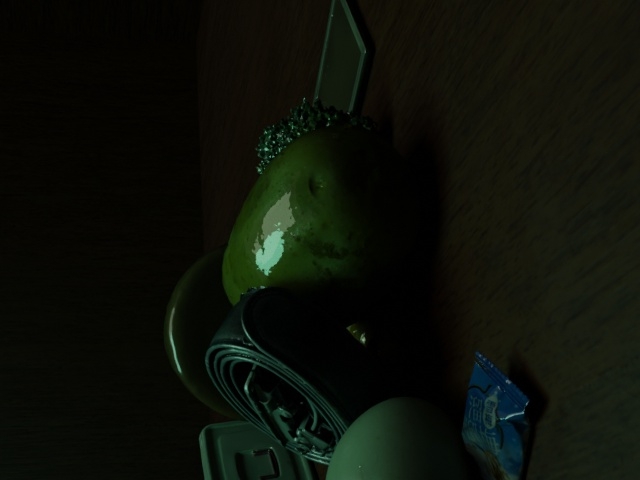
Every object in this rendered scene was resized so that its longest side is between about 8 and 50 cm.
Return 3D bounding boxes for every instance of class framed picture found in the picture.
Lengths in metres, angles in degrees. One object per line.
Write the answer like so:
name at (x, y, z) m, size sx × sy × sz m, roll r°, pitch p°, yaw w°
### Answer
framed picture at (0.027, -0.238, 1.455) m, size 0.231 × 0.018 × 0.293 m, roll -104°, pitch 21°, yaw -46°

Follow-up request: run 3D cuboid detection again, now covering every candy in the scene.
candy at (0.165, 0.181, 0.845) m, size 0.088 × 0.038 × 0.136 m, roll -137°, pitch 41°, yaw -54°

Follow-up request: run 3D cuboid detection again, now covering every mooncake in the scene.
mooncake at (-0.098, 0.135, 1.388) m, size 0.155 × 0.284 × 0.284 m, roll 148°, pitch 122°, yaw -74°

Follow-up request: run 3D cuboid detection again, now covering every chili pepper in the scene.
chili pepper at (0.089, 0.198, 1.129) m, size 0.059 × 0.050 × 0.267 m, roll -4°, pitch 86°, yaw 31°

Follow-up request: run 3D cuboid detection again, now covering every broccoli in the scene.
broccoli at (0.020, -0.110, 1.288) m, size 0.194 × 0.194 × 0.219 m, roll -135°, pitch 24°, yaw -71°

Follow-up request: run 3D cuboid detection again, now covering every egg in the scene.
egg at (0.081, 0.250, 0.924) m, size 0.149 × 0.149 × 0.192 m, roll 108°, pitch -174°, yaw -49°

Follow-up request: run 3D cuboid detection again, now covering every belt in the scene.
belt at (-0.031, 0.160, 1.046) m, size 0.116 × 0.206 × 0.267 m, roll -56°, pitch -46°, yaw -29°

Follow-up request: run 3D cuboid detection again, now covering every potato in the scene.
potato at (-0.002, 0.000, 1.114) m, size 0.304 × 0.216 × 0.216 m, roll -50°, pitch 32°, yaw 25°

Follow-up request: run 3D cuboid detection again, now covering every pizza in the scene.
pizza at (0.052, 0.105, 1.249) m, size 0.161 × 0.063 × 0.182 m, roll 158°, pitch 111°, yaw -77°

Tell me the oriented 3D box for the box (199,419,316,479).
box at (-0.110, 0.468, 1.644) m, size 0.294 × 0.193 × 0.167 m, roll -118°, pitch 23°, yaw -62°
